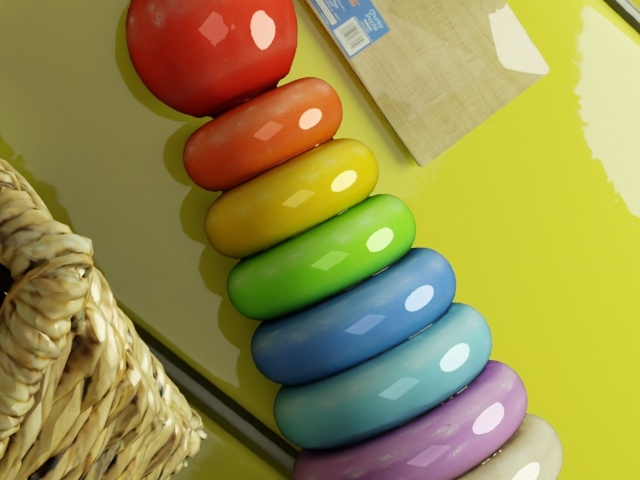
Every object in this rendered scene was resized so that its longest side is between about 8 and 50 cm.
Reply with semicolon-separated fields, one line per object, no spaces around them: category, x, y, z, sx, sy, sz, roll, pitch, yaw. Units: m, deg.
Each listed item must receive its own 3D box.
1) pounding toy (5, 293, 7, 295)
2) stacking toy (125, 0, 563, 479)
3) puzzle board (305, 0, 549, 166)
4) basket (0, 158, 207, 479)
pounding toy;-0.212;0.139;0.627;0.154;0.155;0.270;2;92;-15
stacking toy;0.000;0.000;0.681;0.141;0.141;0.330;-26;95;-9
puzzle board;0.058;-0.121;0.743;0.096;0.011;0.128;-37;100;-6
basket;-0.224;0.024;0.503;0.213;0.223;0.299;-42;70;-11
